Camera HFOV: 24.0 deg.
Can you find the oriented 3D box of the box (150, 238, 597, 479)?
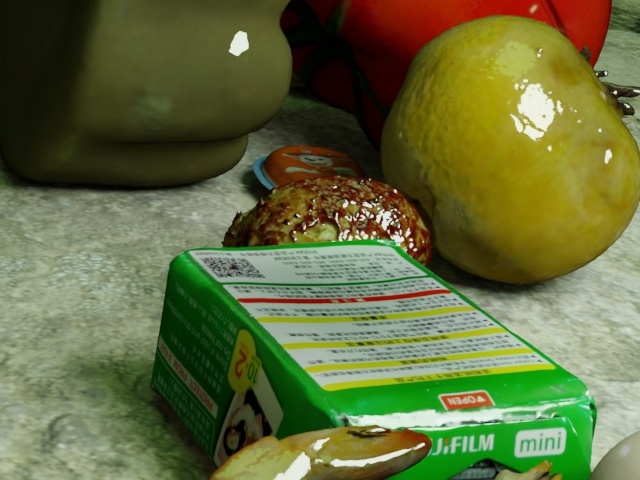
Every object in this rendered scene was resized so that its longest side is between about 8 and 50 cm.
[{"bbox_3d":[0.025,0.086,0.851,0.180,0.103,0.250,-1,21,-27],"label":"box"}]

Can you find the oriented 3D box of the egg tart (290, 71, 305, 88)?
[{"bbox_3d":[0.062,-0.270,1.757,0.387,0.169,0.388,6,25,-3],"label":"egg tart"}]

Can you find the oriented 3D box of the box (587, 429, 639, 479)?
[{"bbox_3d":[0.194,0.165,0.689,0.146,0.088,0.200,31,16,-18],"label":"box"}]

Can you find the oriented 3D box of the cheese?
[{"bbox_3d":[0.000,-0.035,1.258,0.106,0.037,0.256,5,20,-8],"label":"cheese"}]

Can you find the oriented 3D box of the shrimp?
[{"bbox_3d":[0.024,0.138,0.678,0.236,0.053,0.133,-26,67,-34],"label":"shrimp"}]

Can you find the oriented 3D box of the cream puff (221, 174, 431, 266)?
[{"bbox_3d":[0.000,0.000,1.031,0.149,0.084,0.149,-7,-14,-2],"label":"cream puff"}]

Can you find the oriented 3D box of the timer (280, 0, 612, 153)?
[{"bbox_3d":[0.092,-0.256,1.391,0.279,0.378,0.378,-41,35,-7],"label":"timer"}]

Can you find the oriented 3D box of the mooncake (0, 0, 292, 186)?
[{"bbox_3d":[-0.150,-0.229,1.253,0.200,0.378,0.378,2,21,-28],"label":"mooncake"}]

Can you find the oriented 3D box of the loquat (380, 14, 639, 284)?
[{"bbox_3d":[0.149,-0.073,1.181,0.213,0.213,0.213,8,20,-3],"label":"loquat"}]
